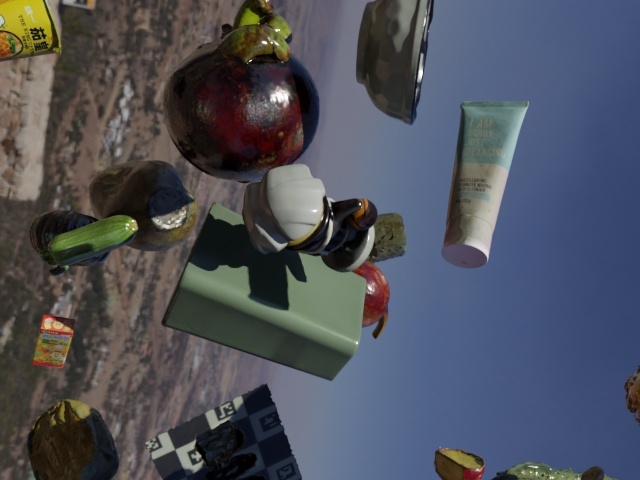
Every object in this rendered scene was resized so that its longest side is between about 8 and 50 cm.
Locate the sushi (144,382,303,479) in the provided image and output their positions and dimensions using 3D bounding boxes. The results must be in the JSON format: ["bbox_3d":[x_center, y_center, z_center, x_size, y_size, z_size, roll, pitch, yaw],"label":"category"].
[{"bbox_3d":[-0.225,0.506,1.534,0.100,0.296,0.373,43,-27,57],"label":"sushi"}]

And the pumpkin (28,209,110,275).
[{"bbox_3d":[-0.590,-0.004,1.548,0.194,0.194,0.150,-90,168,-83],"label":"pumpkin"}]

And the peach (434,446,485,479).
[{"bbox_3d":[0.229,0.381,1.087,0.077,0.083,0.050,-20,119,-72],"label":"peach"}]

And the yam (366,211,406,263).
[{"bbox_3d":[0.114,0.001,1.823,0.154,0.254,0.154,-12,90,-82],"label":"yam"}]

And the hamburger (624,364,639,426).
[{"bbox_3d":[0.676,0.268,1.044,0.250,0.330,0.330,-59,-177,4],"label":"hamburger"}]

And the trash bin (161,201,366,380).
[{"bbox_3d":[-0.099,0.107,1.244,0.158,0.343,0.223,-55,-164,39],"label":"trash bin"}]

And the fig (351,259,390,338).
[{"bbox_3d":[0.103,0.138,1.543,0.175,0.207,0.175,-47,-152,34],"label":"fig"}]

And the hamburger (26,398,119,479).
[{"bbox_3d":[-0.683,0.580,1.800,0.134,0.285,0.265,13,46,-62],"label":"hamburger"}]

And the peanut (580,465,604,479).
[{"bbox_3d":[0.510,0.466,1.241,0.083,0.037,0.037,-49,171,-19],"label":"peanut"}]

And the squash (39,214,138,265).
[{"bbox_3d":[-0.482,0.000,1.366,0.077,0.219,0.068,-95,165,-69],"label":"squash"}]

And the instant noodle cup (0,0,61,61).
[{"bbox_3d":[-0.583,-0.411,1.199,0.182,0.144,0.182,47,-29,36],"label":"instant noodle cup"}]

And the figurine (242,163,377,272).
[{"bbox_3d":[-0.015,-0.035,1.089,0.176,0.236,0.133,-33,-127,32],"label":"figurine"}]

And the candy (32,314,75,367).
[{"bbox_3d":[-0.532,0.203,1.298,0.038,0.062,0.122,-102,-147,-45],"label":"candy"}]

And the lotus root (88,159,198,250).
[{"bbox_3d":[-0.447,-0.089,1.677,0.346,0.250,0.250,14,-86,58],"label":"lotus root"}]

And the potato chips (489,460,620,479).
[{"bbox_3d":[0.526,0.567,1.251,0.358,0.429,0.070,-98,-155,-67],"label":"potato chips"}]

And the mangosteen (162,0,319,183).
[{"bbox_3d":[-0.157,-0.288,1.256,0.306,0.306,0.359,-81,166,-60],"label":"mangosteen"}]

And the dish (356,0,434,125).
[{"bbox_3d":[0.134,-0.353,1.191,0.303,0.120,0.303,9,90,-82],"label":"dish"}]

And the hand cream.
[{"bbox_3d":[0.251,-0.107,1.011,0.070,0.111,0.312,60,39,-52],"label":"hand cream"}]
